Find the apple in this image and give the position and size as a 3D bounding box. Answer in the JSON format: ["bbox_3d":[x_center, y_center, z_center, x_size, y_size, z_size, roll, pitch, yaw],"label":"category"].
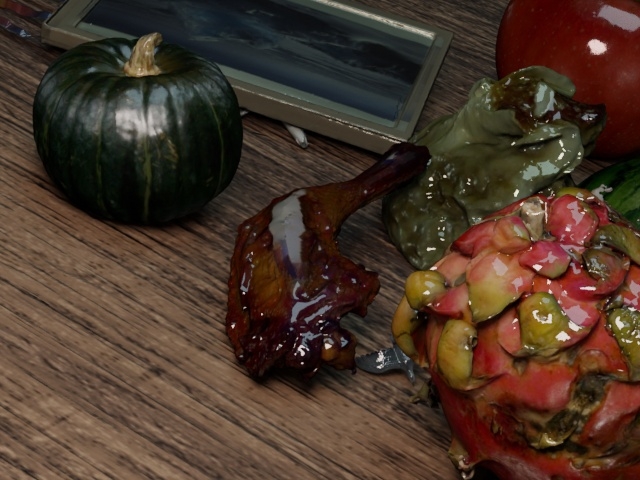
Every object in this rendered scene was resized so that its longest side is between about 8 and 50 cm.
[{"bbox_3d":[0.352,-0.228,2.204,0.260,0.217,0.260,15,27,-8],"label":"apple"}]

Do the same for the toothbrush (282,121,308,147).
[{"bbox_3d":[-0.053,-0.164,2.068,0.022,0.017,0.204,-28,39,-6],"label":"toothbrush"}]

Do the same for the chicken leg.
[{"bbox_3d":[0.000,0.000,1.677,0.158,0.096,0.407,7,31,16],"label":"chicken leg"}]

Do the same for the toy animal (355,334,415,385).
[{"bbox_3d":[0.076,0.112,1.628,0.084,0.050,0.028,-26,1,-4],"label":"toy animal"}]

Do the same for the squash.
[{"bbox_3d":[-0.182,-0.114,1.745,0.218,0.172,0.218,-8,46,8],"label":"squash"}]

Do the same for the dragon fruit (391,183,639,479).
[{"bbox_3d":[0.192,0.092,1.456,0.291,0.269,0.250,33,10,-32],"label":"dragon fruit"}]

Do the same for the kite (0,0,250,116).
[{"bbox_3d":[-0.233,-0.224,2.073,0.360,0.022,0.204,20,34,11],"label":"kite"}]

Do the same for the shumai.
[{"bbox_3d":[0.185,-0.080,1.853,0.189,0.218,0.256,11,31,-22],"label":"shumai"}]

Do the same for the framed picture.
[{"bbox_3d":[-0.076,-0.248,2.130,0.446,0.028,0.326,18,33,4],"label":"framed picture"}]

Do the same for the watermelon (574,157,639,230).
[{"bbox_3d":[0.326,0.035,1.689,0.242,0.242,0.242,13,28,-7],"label":"watermelon"}]
